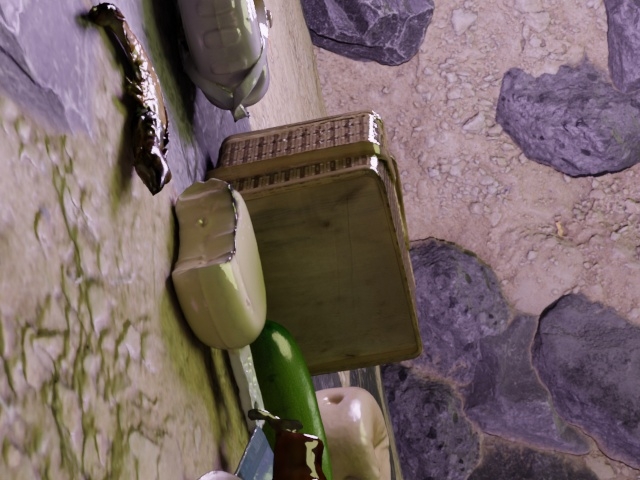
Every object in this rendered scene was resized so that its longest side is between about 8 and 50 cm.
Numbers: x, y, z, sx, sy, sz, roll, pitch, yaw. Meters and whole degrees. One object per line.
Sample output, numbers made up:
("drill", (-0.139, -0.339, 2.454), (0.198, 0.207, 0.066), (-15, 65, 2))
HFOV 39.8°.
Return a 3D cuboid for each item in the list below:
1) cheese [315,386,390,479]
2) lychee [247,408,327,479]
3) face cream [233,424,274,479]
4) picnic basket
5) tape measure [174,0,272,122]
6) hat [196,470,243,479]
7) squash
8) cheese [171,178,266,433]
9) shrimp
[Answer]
("cheese", (0.044, 0.339, 1.369), (0.235, 0.117, 0.218), (57, 24, -61))
("lychee", (-0.040, 0.225, 0.367), (0.264, 0.264, 0.300), (54, 49, -72))
("face cream", (-0.021, 0.386, 0.939), (0.135, 0.086, 0.385), (-62, 137, -54))
("picnic basket", (0.000, 0.000, 1.142), (0.175, 0.228, 0.313), (-89, 165, -54))
("tape measure", (-0.120, -0.274, 1.088), (0.236, 0.120, 0.197), (-101, 180, -48))
("hat", (-0.054, 0.273, 0.722), (0.173, 0.144, 0.166), (-42, 125, -51))
("squash", (-0.039, 0.218, 1.057), (0.082, 0.082, 0.293), (-85, 163, -66))
("cheese", (-0.093, 0.068, 0.938), (0.163, 0.070, 0.249), (-88, 164, -60))
("shrimp", (-0.172, -0.139, 0.802), (0.195, 0.035, 0.148), (-104, 179, -47))
